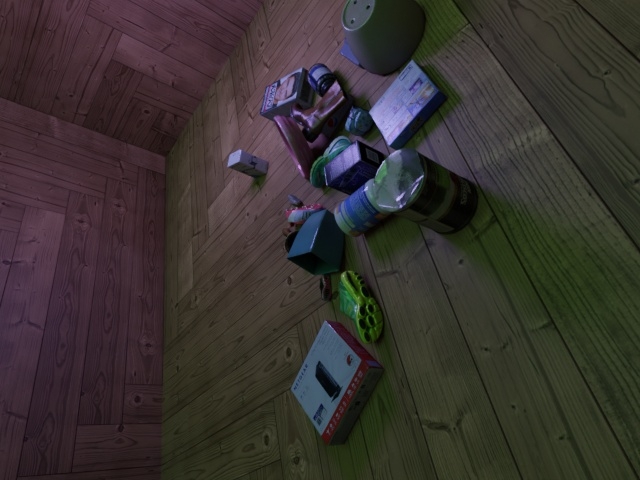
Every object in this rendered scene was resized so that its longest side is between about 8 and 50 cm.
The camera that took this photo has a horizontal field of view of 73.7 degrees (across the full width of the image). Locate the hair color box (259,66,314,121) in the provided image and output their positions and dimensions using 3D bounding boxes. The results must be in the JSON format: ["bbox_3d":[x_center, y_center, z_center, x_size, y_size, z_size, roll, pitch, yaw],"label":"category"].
[{"bbox_3d":[-0.187,-0.813,2.406,0.374,0.114,0.185,0,76,51],"label":"hair color box"}]

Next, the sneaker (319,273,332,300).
[{"bbox_3d":[0.015,0.204,1.810,0.057,0.047,0.119,-37,42,46],"label":"sneaker"}]

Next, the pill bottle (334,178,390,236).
[{"bbox_3d":[0.193,-0.139,1.626,0.272,0.152,0.152,-37,50,38],"label":"pill bottle"}]

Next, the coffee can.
[{"bbox_3d":[0.332,-0.148,1.349,0.201,0.275,0.201,-23,59,46],"label":"coffee can"}]

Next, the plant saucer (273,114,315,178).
[{"bbox_3d":[-0.114,-0.458,2.055,0.084,0.332,0.332,-29,45,-2],"label":"plant saucer"}]

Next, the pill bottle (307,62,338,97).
[{"bbox_3d":[0.022,-0.782,2.121,0.123,0.123,0.219,-52,42,25],"label":"pill bottle"}]

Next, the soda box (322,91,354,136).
[{"bbox_3d":[0.064,-0.609,2.038,0.216,0.074,0.069,-54,42,23],"label":"soda box"}]

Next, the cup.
[{"bbox_3d":[0.225,-0.896,1.763,0.331,0.237,0.331,-8,78,40],"label":"cup"}]

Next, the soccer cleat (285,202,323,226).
[{"bbox_3d":[-0.073,-0.119,2.032,0.248,0.083,0.095,-5,102,46],"label":"soccer cleat"}]

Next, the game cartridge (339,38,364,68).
[{"bbox_3d":[0.235,-1.003,1.995,0.355,0.068,0.230,-56,44,21],"label":"game cartridge"}]

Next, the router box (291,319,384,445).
[{"bbox_3d":[0.050,0.524,1.601,0.301,0.082,0.335,38,107,51],"label":"router box"}]

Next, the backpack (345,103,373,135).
[{"bbox_3d":[0.167,-0.510,1.844,0.114,0.105,0.084,-64,37,20],"label":"backpack"}]

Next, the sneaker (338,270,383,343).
[{"bbox_3d":[0.145,0.254,1.594,0.123,0.109,0.295,112,148,-47],"label":"sneaker"}]

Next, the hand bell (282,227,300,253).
[{"bbox_3d":[-0.143,-0.020,2.072,0.126,0.126,0.242,-67,24,8],"label":"hand bell"}]

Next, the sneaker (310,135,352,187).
[{"bbox_3d":[0.049,-0.345,1.937,0.275,0.107,0.110,-52,51,25],"label":"sneaker"}]

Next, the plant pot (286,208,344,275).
[{"bbox_3d":[0.000,0.000,1.808,0.165,0.166,0.234,-16,48,48],"label":"plant pot"}]

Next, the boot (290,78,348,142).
[{"bbox_3d":[-0.014,-0.643,2.007,0.280,0.096,0.264,-47,45,29],"label":"boot"}]

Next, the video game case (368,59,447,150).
[{"bbox_3d":[0.333,-0.530,1.677,0.269,0.061,0.244,-47,43,30],"label":"video game case"}]

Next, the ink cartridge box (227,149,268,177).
[{"bbox_3d":[-0.424,-0.445,2.496,0.140,0.191,0.082,-8,70,51],"label":"ink cartridge box"}]

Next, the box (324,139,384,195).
[{"bbox_3d":[0.140,-0.291,1.753,0.207,0.153,0.108,-34,52,41],"label":"box"}]

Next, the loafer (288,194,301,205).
[{"bbox_3d":[-0.132,-0.196,2.158,0.125,0.045,0.039,-134,50,-56],"label":"loafer"}]
